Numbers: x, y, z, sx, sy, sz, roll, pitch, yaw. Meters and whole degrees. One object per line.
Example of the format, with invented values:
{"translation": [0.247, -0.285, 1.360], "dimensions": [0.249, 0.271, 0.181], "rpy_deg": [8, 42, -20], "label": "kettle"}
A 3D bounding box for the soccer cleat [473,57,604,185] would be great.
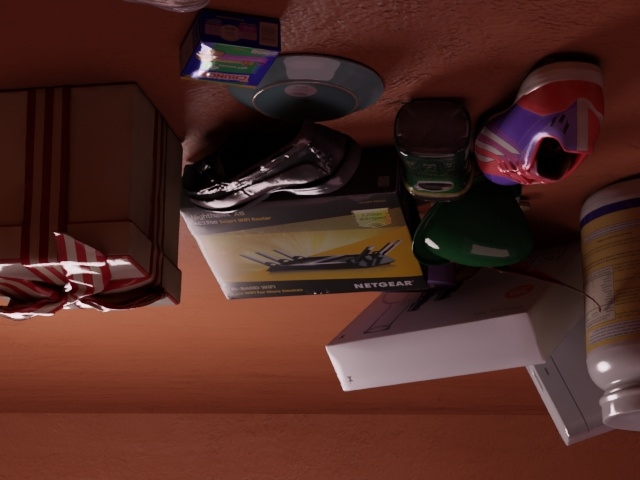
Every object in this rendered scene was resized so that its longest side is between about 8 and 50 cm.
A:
{"translation": [0.261, -0.112, 1.707], "dimensions": [0.109, 0.116, 0.318], "rpy_deg": [4, 162, -10], "label": "soccer cleat"}

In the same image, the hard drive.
{"translation": [0.512, 0.172, 2.257], "dimensions": [0.353, 0.233, 0.047], "rpy_deg": [-18, 143, -8], "label": "hard drive"}

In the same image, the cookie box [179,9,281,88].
{"translation": [-0.100, -0.208, 1.536], "dimensions": [0.092, 0.040, 0.107], "rpy_deg": [5, 163, -16], "label": "cookie box"}

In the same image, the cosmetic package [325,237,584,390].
{"translation": [0.237, 0.119, 2.251], "dimensions": [0.377, 0.097, 0.284], "rpy_deg": [-13, -162, 36], "label": "cosmetic package"}

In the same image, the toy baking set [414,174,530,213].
{"translation": [0.199, -0.061, 2.034], "dimensions": [0.197, 0.030, 0.256], "rpy_deg": [-9, 164, 15], "label": "toy baking set"}

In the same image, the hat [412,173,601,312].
{"translation": [0.258, 0.024, 1.893], "dimensions": [0.208, 0.183, 0.173], "rpy_deg": [-24, 146, -20], "label": "hat"}

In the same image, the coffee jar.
{"translation": [0.147, -0.110, 1.780], "dimensions": [0.096, 0.079, 0.184], "rpy_deg": [2, 162, 8], "label": "coffee jar"}

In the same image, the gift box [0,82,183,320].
{"translation": [-0.321, -0.037, 1.734], "dimensions": [0.255, 0.258, 0.276], "rpy_deg": [-4, 163, 14], "label": "gift box"}

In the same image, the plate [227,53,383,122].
{"translation": [-0.018, -0.174, 1.674], "dimensions": [0.188, 0.024, 0.188], "rpy_deg": [1, 164, 0], "label": "plate"}

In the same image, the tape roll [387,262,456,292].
{"translation": [0.120, 0.034, 2.205], "dimensions": [0.189, 0.080, 0.189], "rpy_deg": [1, 171, 0], "label": "tape roll"}

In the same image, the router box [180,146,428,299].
{"translation": [-0.017, -0.018, 1.974], "dimensions": [0.309, 0.081, 0.243], "rpy_deg": [-4, 145, 14], "label": "router box"}

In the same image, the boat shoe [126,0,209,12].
{"translation": [-0.159, -0.255, 1.403], "dimensions": [0.100, 0.035, 0.035], "rpy_deg": [9, 165, -5], "label": "boat shoe"}

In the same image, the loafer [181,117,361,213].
{"translation": [-0.082, -0.107, 1.776], "dimensions": [0.302, 0.109, 0.095], "rpy_deg": [-7, 144, 45], "label": "loafer"}

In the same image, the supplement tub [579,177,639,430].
{"translation": [0.499, 0.094, 2.004], "dimensions": [0.241, 0.331, 0.241], "rpy_deg": [1, 163, 0], "label": "supplement tub"}
